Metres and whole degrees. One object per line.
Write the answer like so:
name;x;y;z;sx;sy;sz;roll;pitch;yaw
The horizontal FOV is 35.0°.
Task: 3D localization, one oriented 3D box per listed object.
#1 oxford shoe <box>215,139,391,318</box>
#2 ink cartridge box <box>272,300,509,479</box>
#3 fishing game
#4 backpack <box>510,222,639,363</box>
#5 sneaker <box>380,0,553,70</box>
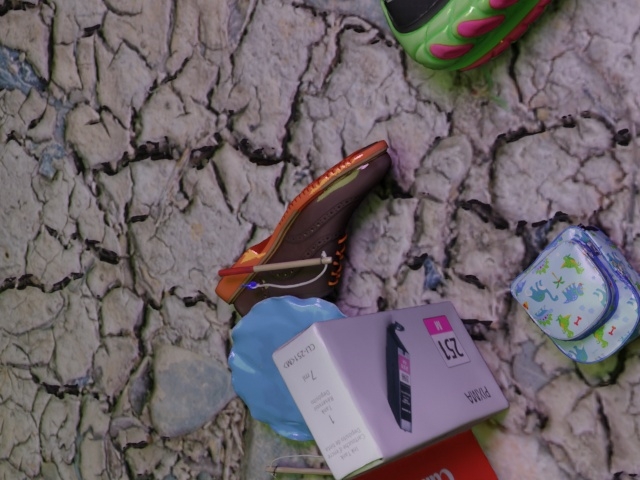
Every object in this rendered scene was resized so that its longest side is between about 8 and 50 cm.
oxford shoe;0.000;0.000;1.110;0.098;0.097;0.271;46;121;4
ink cartridge box;0.100;0.179;0.929;0.060;0.275;0.238;-37;72;27
fishing game;-0.012;0.139;1.109;0.189;0.041;0.264;-8;106;25
backpack;0.245;0.055;0.949;0.114;0.084;0.105;51;117;18
sneaker;0.207;-0.375;0.910;0.483;0.185;0.202;-46;72;23
